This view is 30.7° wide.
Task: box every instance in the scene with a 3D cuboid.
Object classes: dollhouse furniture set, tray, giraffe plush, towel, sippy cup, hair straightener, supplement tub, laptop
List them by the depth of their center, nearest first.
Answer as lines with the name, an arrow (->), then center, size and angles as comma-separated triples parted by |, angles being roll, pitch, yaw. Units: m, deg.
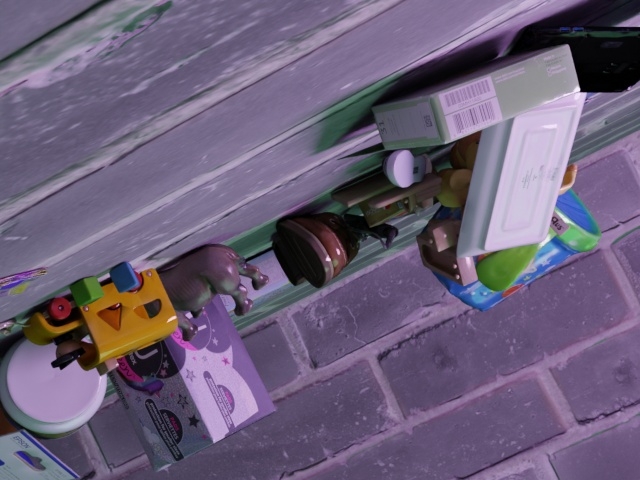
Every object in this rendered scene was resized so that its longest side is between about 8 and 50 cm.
towel -> -0.317, 0.049, 1.162 | 0.060, 0.009, 0.083 | -31, 172, 36
laptop -> 0.330, -0.252, 1.271 | 0.265, 0.136, 0.234 | 0, 172, -2
tray -> 0.265, -0.085, 1.512 | 0.145, 0.030, 0.270 | -11, 132, -21
supplement tub -> -0.372, 0.199, 1.612 | 0.144, 0.144, 0.200 | -24, 175, -19
giraffe plush -> 0.245, -0.099, 1.621 | 0.181, 0.210, 0.170 | -56, 148, -3
dollhouse furniture set -> 0.116, -0.006, 1.623 | 0.123, 0.151, 0.144 | -23, -158, -18
sippy cup -> 0.283, -0.016, 1.842 | 0.224, 0.240, 0.305 | -44, 154, 20
hair straightener -> 0.064, -0.011, 1.863 | 0.089, 0.047, 0.230 | -2, -169, -10

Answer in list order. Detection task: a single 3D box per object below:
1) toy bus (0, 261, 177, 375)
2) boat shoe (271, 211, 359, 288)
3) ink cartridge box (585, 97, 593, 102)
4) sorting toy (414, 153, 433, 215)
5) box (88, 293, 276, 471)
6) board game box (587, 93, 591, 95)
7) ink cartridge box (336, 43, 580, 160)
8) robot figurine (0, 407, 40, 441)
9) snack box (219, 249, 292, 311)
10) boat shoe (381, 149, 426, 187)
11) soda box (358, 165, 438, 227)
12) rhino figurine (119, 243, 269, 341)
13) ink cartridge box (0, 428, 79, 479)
toy bus -> -0.279, 0.114, 1.448 | 0.202, 0.104, 0.191 | -28, 174, 13
boat shoe -> 0.000, 0.000, 1.724 | 0.104, 0.110, 0.307 | -29, -175, -10
ink cartridge box -> 0.364, -0.164, 2.076 | 0.224, 0.045, 0.223 | -25, 174, -10
sorting toy -> 0.138, -0.076, 1.717 | 0.045, 0.075, 0.083 | -23, 173, -27
box -> -0.208, 0.189, 1.731 | 0.142, 0.247, 0.163 | -31, 173, 33
board game box -> 0.408, -0.232, 1.770 | 0.090, 0.020, 0.090 | -23, 175, -28
ink cartridge box -> 0.128, -0.140, 1.204 | 0.171, 0.056, 0.235 | -23, -169, -24
robot figurine -> -0.483, 0.259, 1.781 | 0.158, 0.128, 0.219 | -15, 175, 7
snack box -> -0.099, 0.066, 2.001 | 0.207, 0.070, 0.174 | -26, 175, -6
boat shoe -> 0.103, -0.096, 1.538 | 0.040, 0.049, 0.142 | 9, -176, 19
soda box -> 0.130, -0.070, 1.830 | 0.061, 0.058, 0.181 | -30, 173, 32
rhino figurine -> -0.199, 0.081, 1.588 | 0.243, 0.106, 0.073 | -26, -143, 17
ink cartridge box -> -0.548, 0.323, 1.655 | 0.371, 0.069, 0.175 | -13, 145, 10
